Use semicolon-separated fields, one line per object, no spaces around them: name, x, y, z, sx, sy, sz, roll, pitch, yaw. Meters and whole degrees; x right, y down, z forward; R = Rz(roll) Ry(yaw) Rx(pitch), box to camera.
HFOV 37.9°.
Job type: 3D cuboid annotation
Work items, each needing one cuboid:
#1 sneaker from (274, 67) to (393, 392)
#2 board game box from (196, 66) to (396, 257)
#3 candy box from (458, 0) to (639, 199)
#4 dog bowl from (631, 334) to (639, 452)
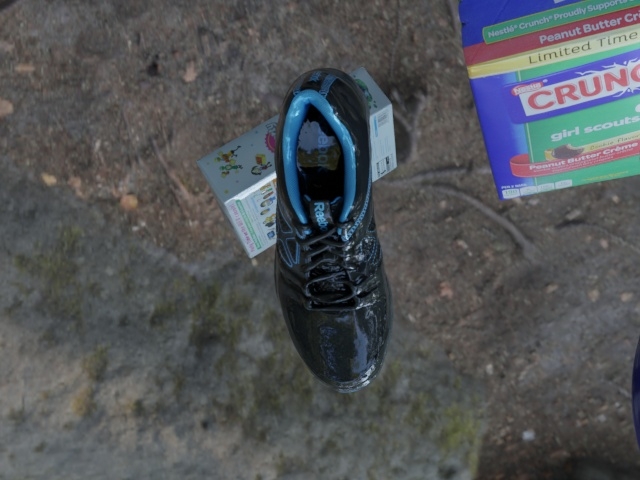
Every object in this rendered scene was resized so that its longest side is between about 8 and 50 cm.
sneaker;0.000;0.000;0.945;0.125;0.139;0.341;-6;100;8
board game box;-0.028;-0.123;1.524;0.303;0.097;0.224;-32;156;-8
candy box;0.302;-0.181;1.016;0.268;0.122;0.317;-11;154;13
dog bowl;0.354;0.115;0.636;0.264;0.265;0.104;-3;165;-16
